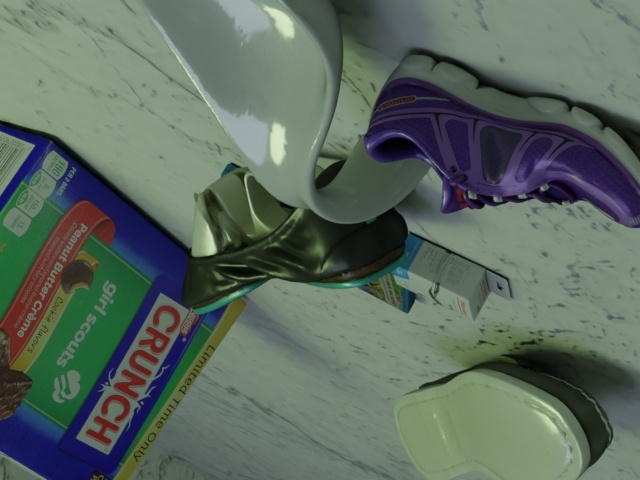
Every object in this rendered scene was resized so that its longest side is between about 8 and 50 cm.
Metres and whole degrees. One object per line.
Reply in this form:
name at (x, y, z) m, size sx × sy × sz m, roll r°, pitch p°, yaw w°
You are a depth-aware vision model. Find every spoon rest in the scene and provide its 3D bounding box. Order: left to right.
spoon rest at (-0.021, -0.086, 0.927) m, size 0.137 × 0.084 × 0.276 m, roll 21°, pitch 164°, yaw 34°

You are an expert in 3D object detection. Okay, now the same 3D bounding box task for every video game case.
video game case at (0.000, 0.000, 1.328) m, size 0.166 × 0.015 × 0.119 m, roll 28°, pitch 165°, yaw 11°

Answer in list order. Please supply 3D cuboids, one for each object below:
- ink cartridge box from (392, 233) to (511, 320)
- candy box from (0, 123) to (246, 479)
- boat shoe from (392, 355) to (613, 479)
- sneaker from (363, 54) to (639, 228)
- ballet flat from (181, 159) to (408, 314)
ink cartridge box at (0.095, 0.030, 1.208) m, size 0.083 × 0.028 × 0.048 m, roll 25°, pitch 166°, yaw 19°
candy box at (-0.266, 0.082, 1.639) m, size 0.122 × 0.268 × 0.317 m, roll 22°, pitch 165°, yaw 45°
boat shoe at (0.157, 0.144, 1.355) m, size 0.109 × 0.091 × 0.305 m, roll 69°, pitch 159°, yaw -1°
sneaker at (0.099, -0.037, 0.875) m, size 0.170 × 0.071 × 0.068 m, roll 22°, pitch 164°, yaw 29°
ballet flat at (-0.033, -0.010, 1.214) m, size 0.280 × 0.095 × 0.096 m, roll -14°, pitch 105°, yaw 56°
